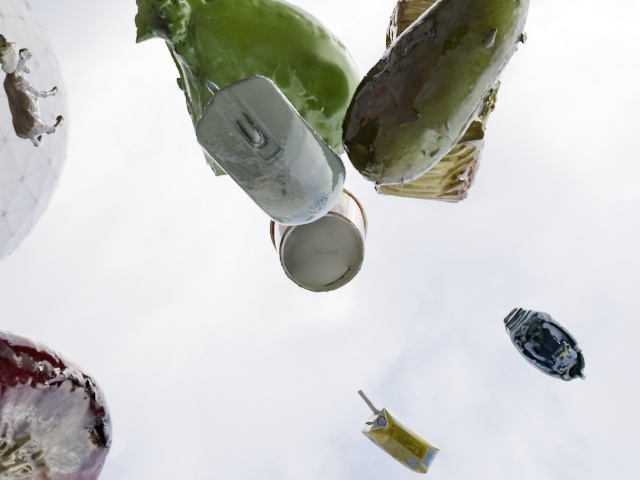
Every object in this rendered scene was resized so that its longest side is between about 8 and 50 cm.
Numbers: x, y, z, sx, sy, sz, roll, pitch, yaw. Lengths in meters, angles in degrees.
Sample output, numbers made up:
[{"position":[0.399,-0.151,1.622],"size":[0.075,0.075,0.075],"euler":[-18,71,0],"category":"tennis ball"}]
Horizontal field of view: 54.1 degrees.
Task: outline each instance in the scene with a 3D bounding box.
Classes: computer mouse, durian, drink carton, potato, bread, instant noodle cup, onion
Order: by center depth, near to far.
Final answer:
[{"position":[-0.037,-0.073,0.552],"size":[0.089,0.182,0.056],"euler":[-43,-142,2],"category":"computer mouse"},{"position":[0.103,-0.146,0.566],"size":[0.225,0.090,0.117],"euler":[-53,-125,17],"category":"potato"},{"position":[-0.358,0.202,0.625],"size":[0.272,0.272,0.195],"euler":[-45,-145,-11],"category":"onion"},{"position":[0.137,-0.170,0.758],"size":[0.133,0.179,0.250],"euler":[7,-117,-4],"category":"bread"},{"position":[-0.086,-0.221,0.884],"size":[0.339,0.256,0.204],"euler":[-6,-163,-22],"category":"durian"},{"position":[0.000,0.000,1.248],"size":[0.213,0.213,0.174],"euler":[-29,-163,7],"category":"instant noodle cup"},{"position":[0.142,0.393,1.286],"size":[0.074,0.200,0.084],"euler":[-54,180,-20],"category":"drink carton"}]

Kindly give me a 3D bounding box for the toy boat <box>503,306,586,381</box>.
[{"position":[0.271,0.127,0.744],"size":[0.060,0.137,0.061],"euler":[-47,-149,4],"category":"toy boat"}]

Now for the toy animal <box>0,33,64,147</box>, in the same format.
[{"position":[-0.585,-0.300,1.226],"size":[0.093,0.186,0.214],"euler":[-16,-96,11],"category":"toy animal"}]
